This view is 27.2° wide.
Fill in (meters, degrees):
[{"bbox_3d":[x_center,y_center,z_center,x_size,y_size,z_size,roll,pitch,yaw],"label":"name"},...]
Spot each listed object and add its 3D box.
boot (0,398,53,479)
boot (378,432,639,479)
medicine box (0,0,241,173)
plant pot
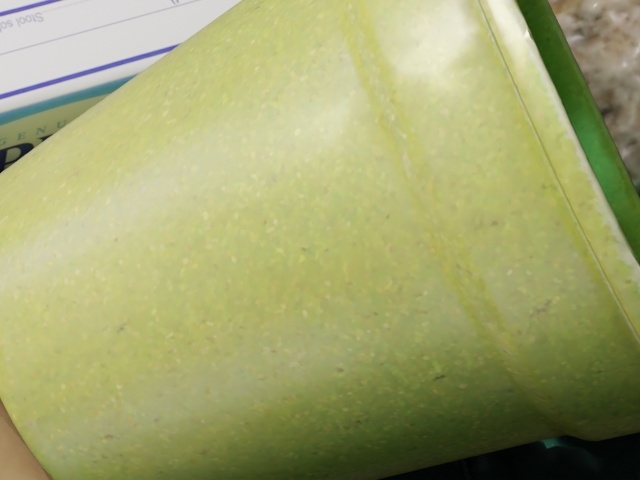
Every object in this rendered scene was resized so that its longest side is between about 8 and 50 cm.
[{"bbox_3d":[-0.208,0.065,0.757,0.236,0.089,0.269,-36,72,2],"label":"boot"},{"bbox_3d":[0.092,0.129,0.660,0.207,0.094,0.247,9,69,18],"label":"boot"},{"bbox_3d":[-0.129,-0.169,0.727,0.263,0.149,0.289,-19,68,-20],"label":"medicine box"},{"bbox_3d":[0.000,0.000,0.573,0.253,0.276,0.276,-24,69,15],"label":"plant pot"}]
